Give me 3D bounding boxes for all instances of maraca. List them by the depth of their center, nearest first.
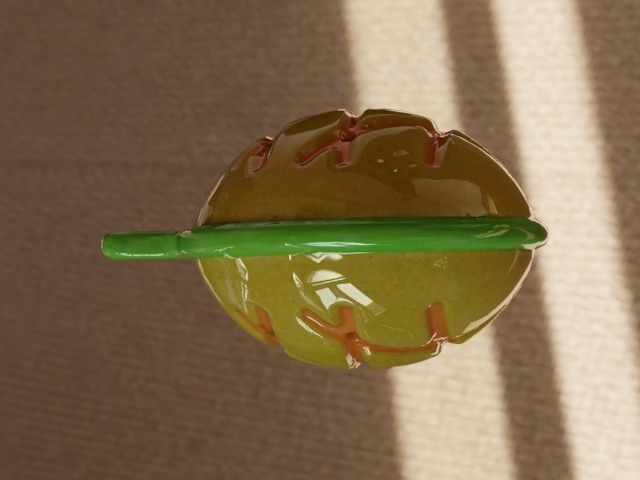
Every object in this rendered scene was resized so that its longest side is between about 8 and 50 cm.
[{"bbox_3d":[0.000,0.000,0.725,0.185,0.127,0.099,-2,85,40],"label":"maraca"}]
